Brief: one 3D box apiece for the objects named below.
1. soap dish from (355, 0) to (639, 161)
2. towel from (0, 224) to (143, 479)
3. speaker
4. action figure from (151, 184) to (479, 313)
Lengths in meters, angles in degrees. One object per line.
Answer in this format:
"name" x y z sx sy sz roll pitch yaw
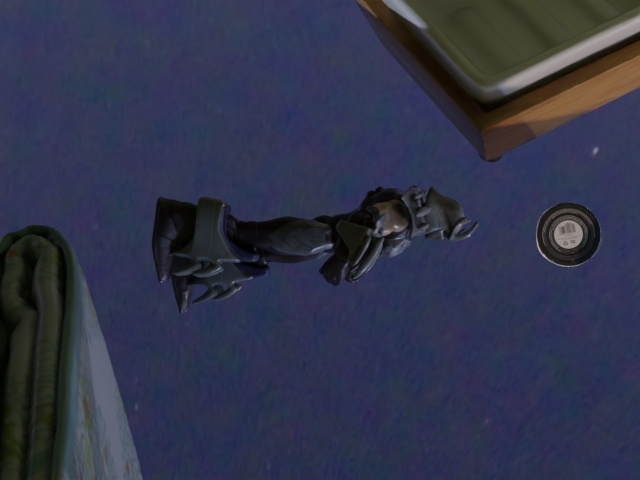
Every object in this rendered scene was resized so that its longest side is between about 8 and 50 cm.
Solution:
"soap dish" 0.205 -0.213 1.361 0.291 0.118 0.229 -26 -126 -17
"towel" -0.215 0.211 1.215 0.090 0.320 0.374 -9 -146 -1
"speaker" 0.219 -0.005 1.269 0.055 0.136 0.055 0 -90 12
"action figure" 0.000 0.000 1.299 0.285 0.185 0.099 -7 -98 7
